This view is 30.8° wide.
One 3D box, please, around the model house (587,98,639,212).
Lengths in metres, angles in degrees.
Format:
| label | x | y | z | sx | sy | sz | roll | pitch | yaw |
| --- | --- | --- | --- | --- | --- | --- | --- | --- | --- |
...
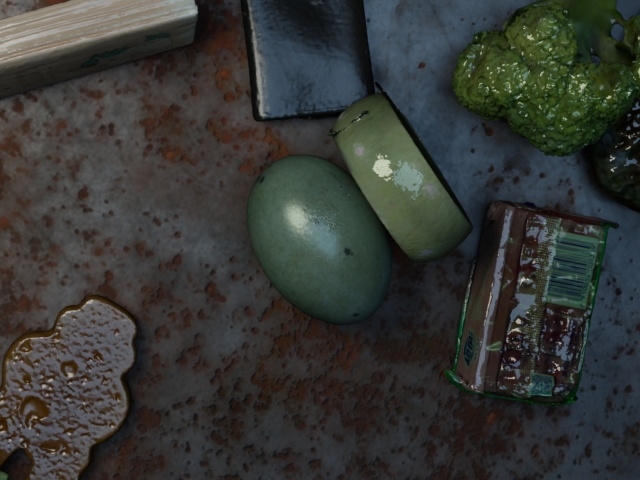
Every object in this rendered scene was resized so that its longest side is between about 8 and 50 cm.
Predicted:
| label | x | y | z | sx | sy | sz | roll | pitch | yaw |
| --- | --- | --- | --- | --- | --- | --- | --- | --- | --- |
| model house | 0.584 | -0.167 | 1.501 | 0.297 | 0.339 | 0.360 | 34 | 86 | -17 |

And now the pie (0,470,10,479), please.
| label | x | y | z | sx | sy | sz | roll | pitch | yaw |
| --- | --- | --- | --- | --- | --- | --- | --- | --- | --- |
| pie | -0.566 | 0.387 | 1.411 | 0.395 | 0.180 | 0.418 | -41 | 96 | 0 |

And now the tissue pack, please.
| label | x | y | z | sx | sy | sz | roll | pitch | yaw |
| --- | --- | --- | --- | --- | --- | --- | --- | --- | --- |
| tissue pack | -0.316 | -0.249 | 1.449 | 0.325 | 0.170 | 0.071 | -17 | 90 | -8 |

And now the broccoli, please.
| label | x | y | z | sx | sy | sz | roll | pitch | yaw |
| --- | --- | --- | --- | --- | --- | --- | --- | --- | --- |
| broccoli | 0.333 | -0.259 | 1.512 | 0.302 | 0.254 | 0.186 | -53 | 140 | 3 |

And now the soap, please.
| label | x | y | z | sx | sy | sz | roll | pitch | yaw |
| --- | --- | --- | --- | --- | --- | --- | --- | --- | --- |
| soap | 0.293 | 0.085 | 1.591 | 0.217 | 0.098 | 0.274 | 11 | 90 | -9 |

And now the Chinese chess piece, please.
| label | x | y | z | sx | sy | sz | roll | pitch | yaw |
| --- | --- | --- | --- | --- | --- | --- | --- | --- | --- |
| Chinese chess piece | 0.102 | -0.083 | 1.492 | 0.092 | 0.238 | 0.238 | -32 | 96 | 10 |

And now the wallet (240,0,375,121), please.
| label | x | y | z | sx | sy | sz | roll | pitch | yaw |
| --- | --- | --- | --- | --- | --- | --- | --- | --- | --- |
| wallet | -0.025 | -0.322 | 1.559 | 0.170 | 0.044 | 0.321 | -7 | 89 | -10 |

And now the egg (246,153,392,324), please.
| label | x | y | z | sx | sy | sz | roll | pitch | yaw |
| --- | --- | --- | --- | --- | --- | --- | --- | --- | --- |
| egg | 0.000 | 0.000 | 1.505 | 0.169 | 0.169 | 0.237 | -27 | 97 | -8 |

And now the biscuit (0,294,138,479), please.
| label | x | y | z | sx | sy | sz | roll | pitch | yaw |
| --- | --- | --- | --- | --- | --- | --- | --- | --- | --- |
| biscuit | -0.342 | 0.210 | 1.518 | 0.186 | 0.044 | 0.295 | 36 | 87 | -11 |
